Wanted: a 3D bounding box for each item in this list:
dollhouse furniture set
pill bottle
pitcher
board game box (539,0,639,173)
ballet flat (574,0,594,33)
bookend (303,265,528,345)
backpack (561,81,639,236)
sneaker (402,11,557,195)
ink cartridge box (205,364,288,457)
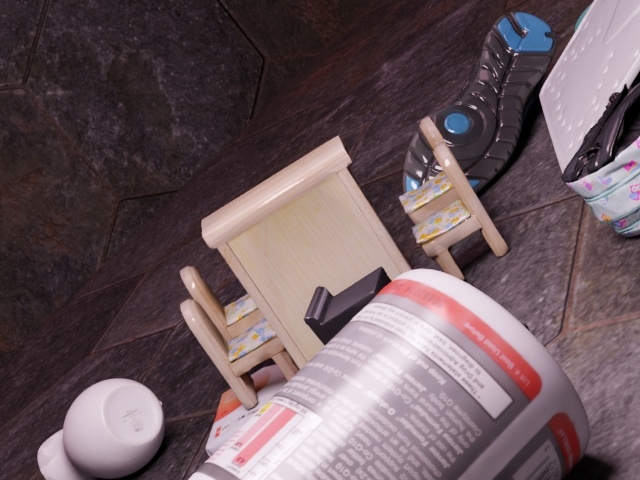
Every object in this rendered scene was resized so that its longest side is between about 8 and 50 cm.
[{"bbox_3d":[0.000,0.000,1.819,0.362,0.256,0.394,-31,17,5],"label":"dollhouse furniture set"},{"bbox_3d":[0.019,0.210,1.240,0.363,0.210,0.210,-43,14,-18],"label":"pill bottle"},{"bbox_3d":[-0.267,0.249,2.128,0.178,0.125,0.207,-30,-6,-35],"label":"pitcher"},{"bbox_3d":[0.396,-0.284,1.916,0.390,0.050,0.390,-60,6,18],"label":"board game box"},{"bbox_3d":[0.452,-0.344,2.263,0.203,0.074,0.074,-40,12,22],"label":"ballet flat"},{"bbox_3d":[0.095,0.083,1.580,0.156,0.157,0.072,-34,14,23],"label":"bookend"},{"bbox_3d":[0.334,-0.094,1.620,0.182,0.115,0.152,-48,4,-29],"label":"backpack"},{"bbox_3d":[0.222,-0.150,2.179,0.341,0.125,0.139,-54,-15,-26],"label":"sneaker"},{"bbox_3d":[-0.049,0.182,1.890,0.179,0.045,0.145,-38,13,17],"label":"ink cartridge box"}]
